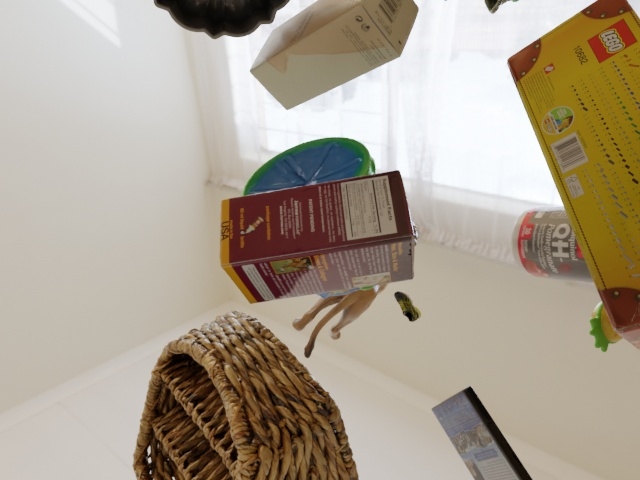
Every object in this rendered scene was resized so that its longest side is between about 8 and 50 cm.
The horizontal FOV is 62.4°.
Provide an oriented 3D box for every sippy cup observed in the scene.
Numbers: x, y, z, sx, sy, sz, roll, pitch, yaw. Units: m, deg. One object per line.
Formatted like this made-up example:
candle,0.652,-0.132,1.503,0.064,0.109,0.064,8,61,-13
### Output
sippy cup,0.008,-0.028,0.940,0.239,0.224,0.306,-10,-142,19

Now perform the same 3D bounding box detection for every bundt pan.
bundt pan,-0.204,-0.589,1.060,0.330,0.331,0.124,-5,-146,-8

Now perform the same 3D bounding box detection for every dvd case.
dvd case,0.307,0.400,0.964,0.022,0.180,0.253,-23,-112,-20

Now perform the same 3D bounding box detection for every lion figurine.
lion figurine,0.099,0.097,1.222,0.142,0.240,0.392,42,-143,-7

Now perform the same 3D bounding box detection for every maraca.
maraca,0.826,0.239,1.516,0.185,0.127,0.099,-29,-175,-32

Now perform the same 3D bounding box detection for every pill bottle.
pill bottle,0.614,0.007,1.197,0.176,0.177,0.318,-16,-170,-31

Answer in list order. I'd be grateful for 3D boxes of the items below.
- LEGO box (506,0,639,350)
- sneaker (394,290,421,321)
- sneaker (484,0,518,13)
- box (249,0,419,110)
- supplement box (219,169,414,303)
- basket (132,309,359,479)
LEGO box,0.519,-0.071,0.823,0.193,0.501,0.372,-29,141,33
sneaker,0.202,0.155,1.245,0.083,0.031,0.035,47,-137,10
sneaker,0.409,-0.557,1.080,0.410,0.182,0.158,-2,-119,-16
box,0.018,-0.383,1.021,0.311,0.121,0.148,-12,-133,45
supplement box,0.000,0.000,0.556,0.188,0.104,0.081,-9,-118,6
basket,-0.129,0.238,0.658,0.223,0.214,0.299,-27,-152,-25
